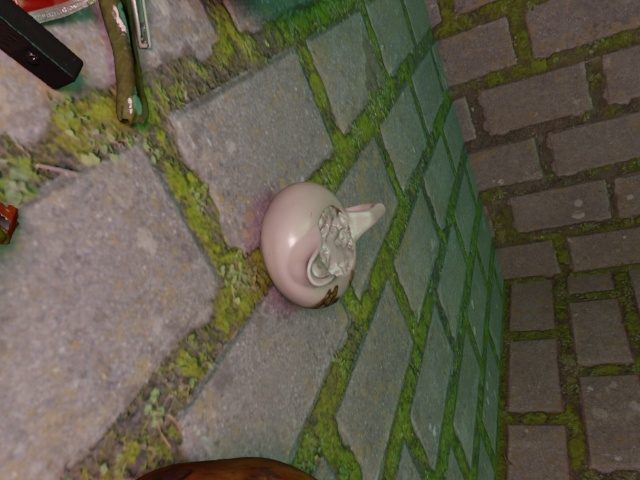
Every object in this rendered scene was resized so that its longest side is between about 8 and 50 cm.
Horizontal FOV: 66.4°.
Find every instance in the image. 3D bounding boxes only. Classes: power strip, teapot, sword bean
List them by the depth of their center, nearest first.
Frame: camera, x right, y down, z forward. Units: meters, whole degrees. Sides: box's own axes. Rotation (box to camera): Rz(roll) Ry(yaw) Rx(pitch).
[{"bbox_3d":[-0.276,-0.187,0.450,0.111,0.038,0.029,42,46,-47],"label":"power strip"},{"bbox_3d":[-0.234,-0.262,0.555,0.043,0.038,0.269,-12,92,-56],"label":"sword bean"},{"bbox_3d":[0.000,0.000,0.788,0.204,0.140,0.298,66,31,-18],"label":"teapot"}]

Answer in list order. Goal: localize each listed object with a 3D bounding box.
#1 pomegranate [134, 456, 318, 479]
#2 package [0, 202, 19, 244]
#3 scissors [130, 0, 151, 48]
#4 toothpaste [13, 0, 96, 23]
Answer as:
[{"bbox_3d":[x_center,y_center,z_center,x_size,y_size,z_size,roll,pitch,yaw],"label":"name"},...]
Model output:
[{"bbox_3d":[-0.074,0.319,0.405,0.281,0.282,0.280,30,54,-55],"label":"pomegranate"},{"bbox_3d":[-0.299,-0.013,0.256,0.288,0.109,0.223,-82,154,-50],"label":"package"},{"bbox_3d":[-0.225,-0.322,0.582,0.022,0.085,0.175,-14,108,-27],"label":"scissors"},{"bbox_3d":[-0.313,-0.353,0.435,0.075,0.048,0.300,-63,136,-55],"label":"toothpaste"}]
